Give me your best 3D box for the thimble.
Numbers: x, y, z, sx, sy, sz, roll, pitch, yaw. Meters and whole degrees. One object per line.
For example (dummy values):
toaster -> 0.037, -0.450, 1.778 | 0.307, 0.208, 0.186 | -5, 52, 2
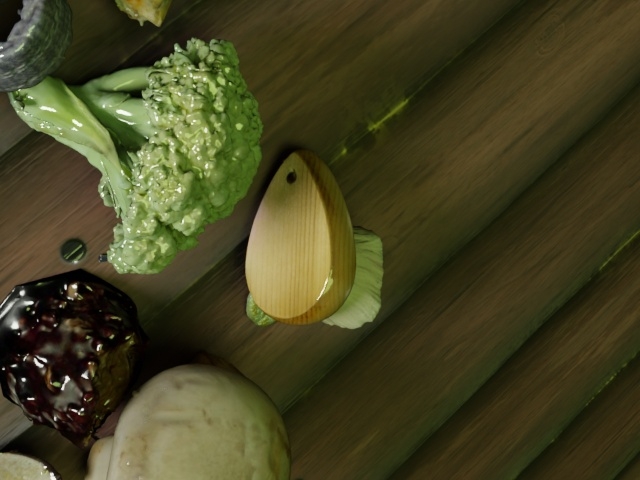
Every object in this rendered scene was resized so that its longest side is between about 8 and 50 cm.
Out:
thimble -> -0.352, -0.240, 0.890 | 0.150, 0.150, 0.098 | -51, 173, -3

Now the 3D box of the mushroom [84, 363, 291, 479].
mushroom -> -0.199, 0.327, 1.180 | 0.292, 0.290, 0.292 | 12, 72, -41

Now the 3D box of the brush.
brush -> 0.000, 0.000, 1.245 | 0.166, 0.174, 0.266 | 7, 86, -54

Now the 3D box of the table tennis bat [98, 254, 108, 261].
table tennis bat -> -0.272, 0.022, 1.158 | 0.083, 0.007, 0.050 | -4, 114, -34

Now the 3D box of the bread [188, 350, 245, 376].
bread -> -0.169, 0.224, 1.282 | 0.083, 0.070, 0.076 | 33, 90, -37

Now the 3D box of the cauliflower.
cauliflower -> -0.207, -0.119, 1.024 | 0.327, 0.281, 0.260 | -62, 157, -26

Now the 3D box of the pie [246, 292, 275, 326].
pie -> -0.085, 0.099, 1.313 | 0.085, 0.017, 0.085 | -16, 120, -30

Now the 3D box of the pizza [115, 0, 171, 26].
pizza -> -0.269, -0.377, 0.902 | 0.297, 0.071, 0.189 | 27, 74, -38

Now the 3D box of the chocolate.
chocolate -> -0.311, 0.179, 1.099 | 0.206, 0.177, 0.224 | -16, 121, -27

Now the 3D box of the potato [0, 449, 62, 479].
potato -> -0.498, 0.368, 1.126 | 0.261, 0.120, 0.100 | -29, 168, -28
